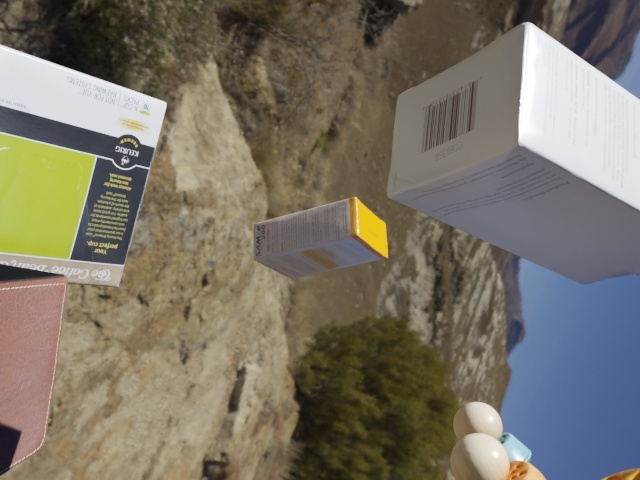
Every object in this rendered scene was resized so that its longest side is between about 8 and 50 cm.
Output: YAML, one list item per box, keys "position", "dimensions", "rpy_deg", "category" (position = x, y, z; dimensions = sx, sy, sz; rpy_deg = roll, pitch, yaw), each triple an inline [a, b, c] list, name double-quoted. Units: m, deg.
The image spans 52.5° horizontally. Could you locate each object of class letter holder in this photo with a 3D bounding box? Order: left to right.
- position: [-0.408, 0.135, 0.609]
  dimensions: [0.302, 0.152, 0.214]
  rpy_deg: [-2, 99, -73]
  category: "letter holder"

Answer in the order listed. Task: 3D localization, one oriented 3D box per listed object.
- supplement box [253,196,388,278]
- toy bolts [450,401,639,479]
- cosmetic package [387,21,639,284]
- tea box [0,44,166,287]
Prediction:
- position: [0.000, 0.000, 0.552]
  dimensions: [0.062, 0.098, 0.036]
  rpy_deg: [35, 48, -56]
  category: "supplement box"
- position: [0.239, 0.255, 0.735]
  dimensions: [0.218, 0.158, 0.228]
  rpy_deg: [-27, 174, -5]
  category: "toy bolts"
- position: [0.301, -0.079, 0.812]
  dimensions: [0.217, 0.385, 0.156]
  rpy_deg: [-19, -123, 54]
  category: "cosmetic package"
- position: [-0.464, -0.117, 0.997]
  dimensions: [0.329, 0.220, 0.323]
  rpy_deg: [12, 96, -49]
  category: "tea box"
